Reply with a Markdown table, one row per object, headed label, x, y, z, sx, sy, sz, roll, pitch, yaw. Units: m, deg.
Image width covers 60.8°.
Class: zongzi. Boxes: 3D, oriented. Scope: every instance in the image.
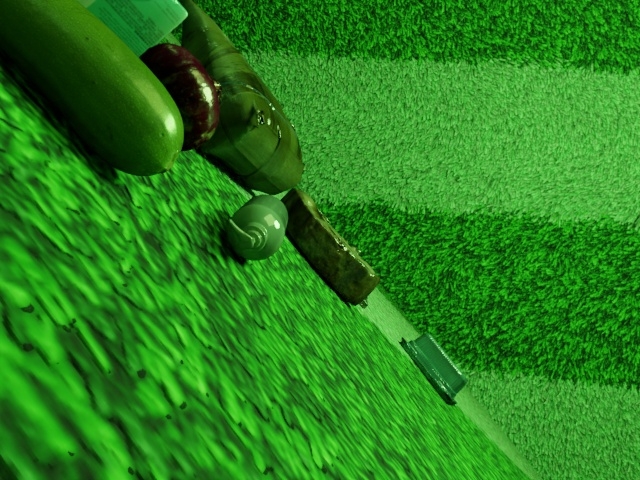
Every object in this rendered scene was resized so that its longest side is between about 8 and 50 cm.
| label | x | y | z | sx | sy | sz | roll | pitch | yaw |
| --- | --- | --- | --- | --- | --- | --- | --- | --- | --- |
| zongzi | -0.130 | -0.222 | 0.887 | 0.274 | 0.125 | 0.251 | 69 | 10 | 22 |

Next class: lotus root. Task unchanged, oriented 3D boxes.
| label | x | y | z | sx | sy | sz | roll | pitch | yaw |
| --- | --- | --- | --- | --- | --- | --- | --- | --- | --- |
| lotus root | 0.000 | 0.000 | 0.977 | 0.260 | 0.074 | 0.170 | 50 | 7 | 12 |

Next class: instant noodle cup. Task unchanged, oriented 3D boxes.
| label | x | y | z | sx | sy | sz | roll | pitch | yaw |
| --- | --- | --- | --- | --- | --- | --- | --- | --- | --- |
| instant noodle cup | 0.274 | 0.293 | 1.281 | 0.179 | 0.070 | 0.157 | 51 | 3 | 27 |

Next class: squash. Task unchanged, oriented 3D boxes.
| label | x | y | z | sx | sy | sz | roll | pitch | yaw |
| --- | --- | --- | --- | --- | --- | --- | --- | --- | --- |
| squash | -0.169 | -0.124 | 0.364 | 0.201 | 0.066 | 0.066 | 47 | 5 | -4 |

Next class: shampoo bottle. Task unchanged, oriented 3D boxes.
| label | x | y | z | sx | sy | sz | roll | pitch | yaw |
| --- | --- | --- | --- | --- | --- | --- | --- | --- | --- |
| shampoo bottle | -0.062 | -0.011 | 0.534 | 0.056 | 0.056 | 0.195 | 49 | 5 | -9 |

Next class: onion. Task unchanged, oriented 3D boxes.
| label | x | y | z | sx | sy | sz | roll | pitch | yaw |
| --- | --- | --- | --- | --- | --- | --- | --- | --- | --- |
| onion | -0.144 | -0.143 | 0.551 | 0.107 | 0.097 | 0.107 | 29 | -49 | 40 |

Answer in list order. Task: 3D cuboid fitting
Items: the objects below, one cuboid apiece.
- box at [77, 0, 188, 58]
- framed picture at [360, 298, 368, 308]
| label | x | y | z | sx | sy | sz | roll | pitch | yaw |
| --- | --- | --- | --- | --- | --- | --- | --- | --- | --- |
| box | -0.335 | -0.421 | 0.830 | 0.205 | 0.118 | 0.311 | 49 | 5 | -42 |
| framed picture | 0.036 | 0.049 | 1.251 | 0.209 | 0.019 | 0.281 | 50 | 4 | 0 |
